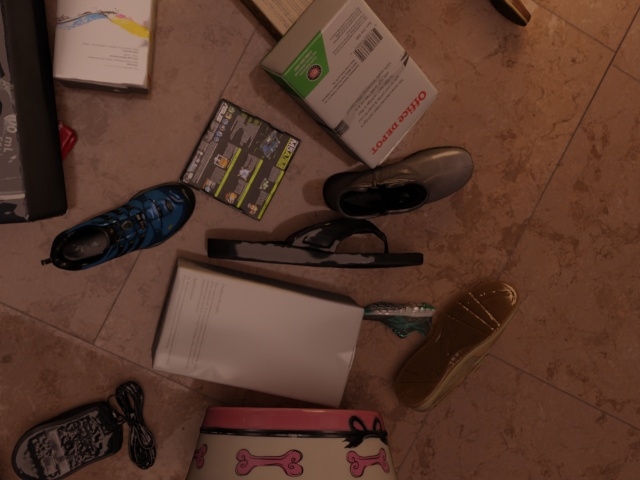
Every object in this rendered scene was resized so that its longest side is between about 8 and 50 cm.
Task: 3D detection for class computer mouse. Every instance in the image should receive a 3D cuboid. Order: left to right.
[{"bbox_3d":[-0.481,0.404,1.599,0.272,0.072,0.188,-15,97,-21],"label":"computer mouse"}]

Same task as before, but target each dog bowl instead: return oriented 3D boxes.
[{"bbox_3d":[-0.053,0.398,1.523,0.408,0.408,0.150,4,77,-11],"label":"dog bowl"}]

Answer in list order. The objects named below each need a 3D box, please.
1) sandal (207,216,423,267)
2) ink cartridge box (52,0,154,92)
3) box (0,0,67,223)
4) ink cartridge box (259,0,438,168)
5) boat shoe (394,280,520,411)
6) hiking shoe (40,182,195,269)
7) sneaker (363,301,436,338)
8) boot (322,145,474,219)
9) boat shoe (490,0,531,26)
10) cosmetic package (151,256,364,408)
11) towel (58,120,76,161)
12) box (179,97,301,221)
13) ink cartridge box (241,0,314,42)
[{"bbox_3d":[-0.001,0.000,1.593,0.446,0.167,0.107,4,89,-11],"label":"sandal"},{"bbox_3d":[-0.394,-0.397,1.469,0.168,0.171,0.232,4,95,-11],"label":"ink cartridge box"},{"bbox_3d":[-0.718,-0.253,1.340,0.472,0.297,0.479,-6,96,-6],"label":"box"},{"bbox_3d":[0.060,-0.313,1.543,0.211,0.121,0.289,-49,125,-2],"label":"ink cartridge box"},{"bbox_3d":[0.302,0.228,1.710,0.341,0.121,0.110,-45,142,1],"label":"boat shoe"},{"bbox_3d":[-0.378,-0.014,1.530,0.304,0.132,0.113,-28,101,-4],"label":"hiking shoe"},{"bbox_3d":[0.166,0.174,1.696,0.167,0.065,0.076,2,100,-9],"label":"sneaker"},{"bbox_3d":[0.181,-0.103,1.582,0.338,0.223,0.118,-18,102,-8],"label":"boot"},{"bbox_3d":[0.382,-0.525,1.656,0.178,0.064,0.060,44,89,-10],"label":"boat shoe"},{"bbox_3d":[-0.126,0.183,1.595,0.385,0.156,0.217,16,93,-13],"label":"cosmetic package"},{"bbox_3d":[-0.634,-0.196,1.519,0.275,0.031,0.199,32,92,-11],"label":"towel"},{"bbox_3d":[-0.161,-0.162,1.605,0.184,0.045,0.190,26,91,-14],"label":"box"},{"bbox_3d":[-0.062,-0.515,1.561,0.193,0.088,0.234,-43,102,-5],"label":"ink cartridge box"}]
